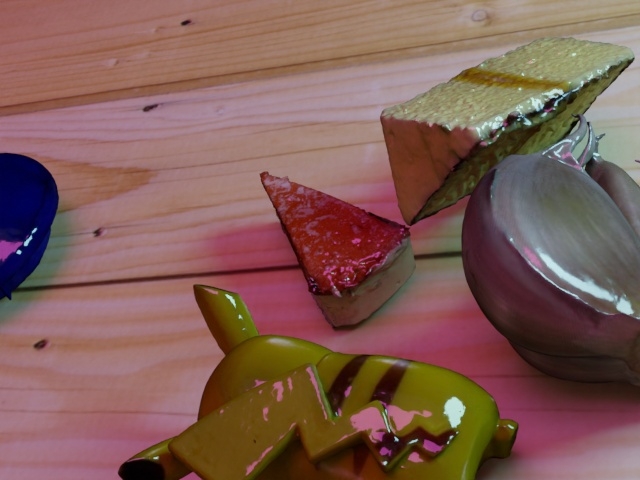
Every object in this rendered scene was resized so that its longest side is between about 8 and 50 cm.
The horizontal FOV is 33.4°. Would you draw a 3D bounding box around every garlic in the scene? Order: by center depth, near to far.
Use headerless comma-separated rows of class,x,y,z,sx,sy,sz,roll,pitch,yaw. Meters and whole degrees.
garlic,0.250,0.013,0.959,0.237,0.210,0.292,-31,52,1

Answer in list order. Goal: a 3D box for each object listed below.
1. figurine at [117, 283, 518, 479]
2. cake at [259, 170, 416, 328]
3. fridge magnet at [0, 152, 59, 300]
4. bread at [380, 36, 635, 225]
figurine,-0.002,0.172,0.930,0.326,0.169,0.218,8,47,28
cake,-0.011,0.014,1.149,0.220,0.086,0.117,23,57,36
fridge magnet,-0.447,-0.007,1.333,0.265,0.113,0.265,-12,45,12
bread,0.185,-0.125,1.100,0.266,0.178,0.142,-25,58,-32
